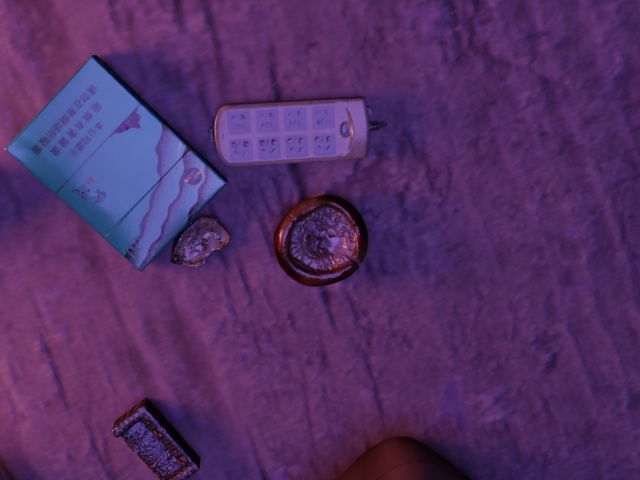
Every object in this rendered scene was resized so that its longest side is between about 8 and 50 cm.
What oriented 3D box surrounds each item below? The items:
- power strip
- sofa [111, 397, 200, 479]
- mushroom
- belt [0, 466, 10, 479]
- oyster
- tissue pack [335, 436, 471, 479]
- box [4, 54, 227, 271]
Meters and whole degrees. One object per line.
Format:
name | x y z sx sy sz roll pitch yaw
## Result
power strip | -0.027 -0.138 1.238 0.226 0.029 0.080 -4 102 -4
sofa | -0.219 0.273 1.306 0.060 0.039 0.118 -37 102 4
mushroom | 0.000 0.000 1.259 0.123 0.052 0.123 -2 98 -11
belt | -0.584 0.441 1.245 0.436 0.173 0.300 -30 112 6
oyster | -0.159 0.004 1.263 0.083 0.019 0.054 -38 104 2
tissue pack | 0.072 0.466 1.254 0.267 0.277 0.387 42 95 -9
box | -0.251 -0.095 1.222 0.161 0.042 0.226 -45 101 6
